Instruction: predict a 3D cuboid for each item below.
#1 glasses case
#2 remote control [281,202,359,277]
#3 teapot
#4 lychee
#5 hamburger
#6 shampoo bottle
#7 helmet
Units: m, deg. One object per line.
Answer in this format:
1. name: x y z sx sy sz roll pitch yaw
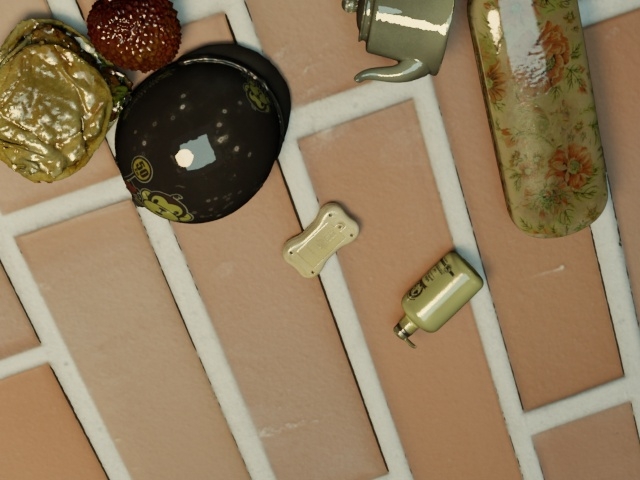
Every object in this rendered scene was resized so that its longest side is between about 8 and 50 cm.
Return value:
1. glasses case: 0.325 -0.201 1.492 0.156 0.098 0.425 -15 113 3
2. remote control: 0.000 0.000 1.559 0.122 0.032 0.074 -43 111 9
3. teapot: 0.104 -0.329 1.393 0.149 0.162 0.239 8 86 1
4. lychee: -0.248 -0.287 1.358 0.129 0.123 0.123 38 102 -19
5. hamburger: -0.378 -0.191 1.388 0.183 0.130 0.206 36 87 -16
6. shampoo bottle: 0.180 0.096 1.600 0.079 0.079 0.162 41 101 -21
7. helmet: -0.162 -0.137 1.413 0.279 0.160 0.230 -42 110 10
